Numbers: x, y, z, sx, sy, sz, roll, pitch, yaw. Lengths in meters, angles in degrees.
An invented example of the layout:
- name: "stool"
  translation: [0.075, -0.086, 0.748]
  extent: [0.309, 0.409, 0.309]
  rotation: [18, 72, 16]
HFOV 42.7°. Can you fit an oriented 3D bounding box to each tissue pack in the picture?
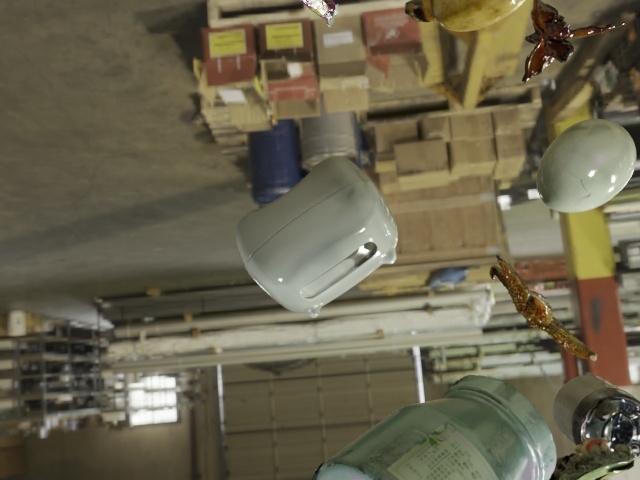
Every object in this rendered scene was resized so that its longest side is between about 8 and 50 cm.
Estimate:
- name: "tissue pack"
  translation: [0.000, 0.000, 1.782]
  extent: [0.333, 0.236, 0.229]
  rotation: [-36, 142, 4]

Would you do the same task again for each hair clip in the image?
- name: "hair clip"
  translation: [0.434, 0.449, 1.498]
  extent: [0.321, 0.091, 0.138]
  rotation: [-23, 162, -31]

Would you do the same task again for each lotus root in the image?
- name: "lotus root"
  translation: [0.337, -0.575, 1.897]
  extent: [0.310, 0.182, 0.183]
  rotation: [-19, 164, 33]

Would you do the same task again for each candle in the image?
- name: "candle"
  translation: [0.682, 0.436, 2.047]
  extent: [0.188, 0.187, 0.330]
  rotation: [-4, -176, -3]

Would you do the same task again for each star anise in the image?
- name: "star anise"
  translation: [0.460, -0.374, 1.521]
  extent: [0.144, 0.158, 0.140]
  rotation: [1, -176, -20]

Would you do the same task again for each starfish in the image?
- name: "starfish"
  translation: [0.333, 0.107, 1.266]
  extent: [0.043, 0.240, 0.227]
  rotation: [-47, 142, 2]

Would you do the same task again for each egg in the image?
- name: "egg"
  translation: [0.484, -0.132, 1.511]
  extent: [0.151, 0.151, 0.209]
  rotation: [1, 145, -30]

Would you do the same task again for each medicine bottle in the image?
- name: "medicine bottle"
  translation: [0.171, 0.340, 1.160]
  extent: [0.290, 0.245, 0.245]
  rotation: [-29, -173, -37]

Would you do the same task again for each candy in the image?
- name: "candy"
  translation: [-0.008, -0.445, 1.516]
  extent: [0.045, 0.043, 0.175]
  rotation: [-44, 149, 14]
